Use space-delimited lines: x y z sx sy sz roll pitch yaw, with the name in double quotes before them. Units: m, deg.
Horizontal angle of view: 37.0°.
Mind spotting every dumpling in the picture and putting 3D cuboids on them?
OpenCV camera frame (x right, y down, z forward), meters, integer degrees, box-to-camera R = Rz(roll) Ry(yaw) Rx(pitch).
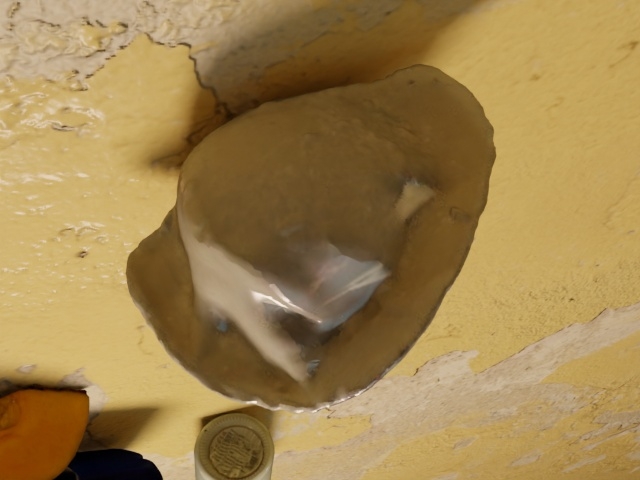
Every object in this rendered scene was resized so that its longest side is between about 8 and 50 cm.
"dumpling" -0.004 0.000 0.676 0.175 0.226 0.243 3 137 -38

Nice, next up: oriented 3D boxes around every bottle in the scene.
"bottle" -0.119 0.325 1.303 0.104 0.104 0.245 -11 151 -13

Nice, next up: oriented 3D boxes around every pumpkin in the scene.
"pumpkin" -0.388 0.222 0.965 0.279 0.111 0.163 12 144 -45

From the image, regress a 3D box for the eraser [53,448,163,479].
"eraser" -0.357 0.304 1.085 0.332 0.101 0.155 2 179 -32
